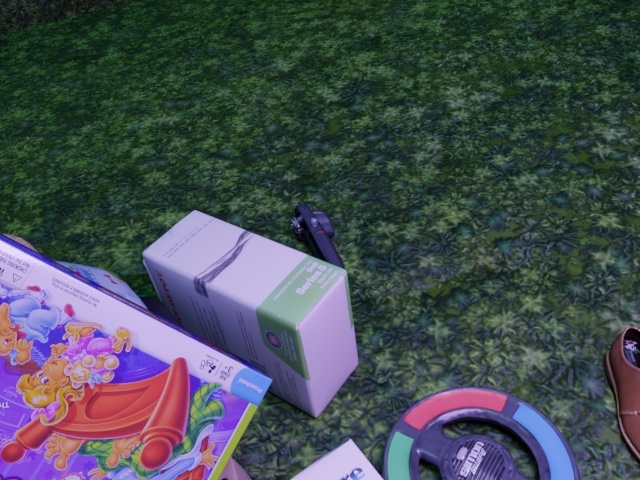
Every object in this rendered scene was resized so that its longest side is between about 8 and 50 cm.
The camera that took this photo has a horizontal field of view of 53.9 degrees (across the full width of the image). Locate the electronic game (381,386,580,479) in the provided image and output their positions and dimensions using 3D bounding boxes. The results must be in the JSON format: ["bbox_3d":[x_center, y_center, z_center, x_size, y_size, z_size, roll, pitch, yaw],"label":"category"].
[{"bbox_3d":[0.187,0.273,0.748,0.229,0.048,0.229,-6,42,5],"label":"electronic game"}]

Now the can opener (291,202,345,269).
[{"bbox_3d":[0.000,0.000,1.075,0.073,0.059,0.186,-17,42,-9],"label":"can opener"}]

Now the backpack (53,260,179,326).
[{"bbox_3d":[-0.329,0.144,0.734,0.355,0.274,0.290,0,31,-36],"label":"backpack"}]

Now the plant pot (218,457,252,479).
[{"bbox_3d":[-0.119,0.311,0.709,0.109,0.096,0.109,-16,28,-11],"label":"plant pot"}]

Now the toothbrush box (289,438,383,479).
[{"bbox_3d":[0.070,0.364,0.548,0.126,0.217,0.295,-29,44,-21],"label":"toothbrush box"}]

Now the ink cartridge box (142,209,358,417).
[{"bbox_3d":[-0.095,0.097,0.883,0.272,0.199,0.115,22,50,30],"label":"ink cartridge box"}]

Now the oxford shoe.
[{"bbox_3d":[0.405,0.199,0.770,0.076,0.076,0.212,-7,44,1],"label":"oxford shoe"}]

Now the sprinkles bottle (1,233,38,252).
[{"bbox_3d":[-0.533,0.124,0.946,0.121,0.121,0.355,-8,30,2],"label":"sprinkles bottle"}]

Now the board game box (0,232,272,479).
[{"bbox_3d":[-0.248,0.153,0.580,0.078,0.347,0.233,12,71,61],"label":"board game box"}]
